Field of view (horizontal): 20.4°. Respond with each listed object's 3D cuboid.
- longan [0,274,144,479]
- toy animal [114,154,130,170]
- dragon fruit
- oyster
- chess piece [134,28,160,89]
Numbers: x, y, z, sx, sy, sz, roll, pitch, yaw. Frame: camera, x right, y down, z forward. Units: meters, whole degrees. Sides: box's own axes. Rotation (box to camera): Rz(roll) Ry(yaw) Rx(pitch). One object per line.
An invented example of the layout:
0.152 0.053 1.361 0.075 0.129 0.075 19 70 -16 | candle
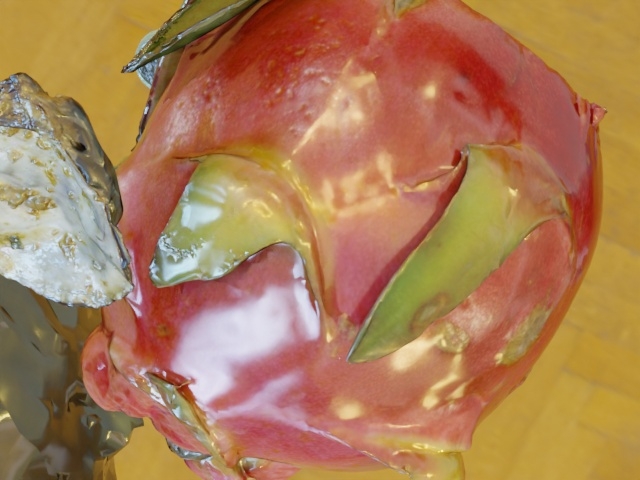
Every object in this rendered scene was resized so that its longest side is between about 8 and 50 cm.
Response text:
-0.329 0.151 1.386 0.391 0.391 0.391 -8 111 -23 | longan
-0.195 -0.031 1.849 0.136 0.181 0.073 -18 135 12 | toy animal
0.003 -0.004 0.745 0.227 0.224 0.224 -51 121 -13 | dragon fruit
-0.075 -0.014 0.477 0.083 0.054 0.019 82 24 -50 | oyster
-0.137 -0.194 1.759 0.067 0.103 0.067 9 124 14 | chess piece
